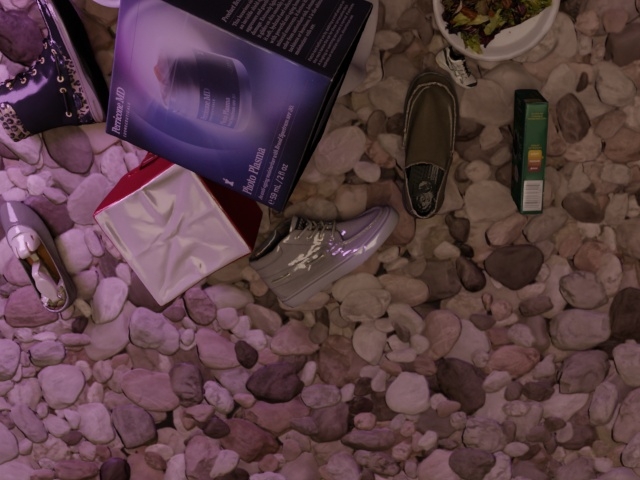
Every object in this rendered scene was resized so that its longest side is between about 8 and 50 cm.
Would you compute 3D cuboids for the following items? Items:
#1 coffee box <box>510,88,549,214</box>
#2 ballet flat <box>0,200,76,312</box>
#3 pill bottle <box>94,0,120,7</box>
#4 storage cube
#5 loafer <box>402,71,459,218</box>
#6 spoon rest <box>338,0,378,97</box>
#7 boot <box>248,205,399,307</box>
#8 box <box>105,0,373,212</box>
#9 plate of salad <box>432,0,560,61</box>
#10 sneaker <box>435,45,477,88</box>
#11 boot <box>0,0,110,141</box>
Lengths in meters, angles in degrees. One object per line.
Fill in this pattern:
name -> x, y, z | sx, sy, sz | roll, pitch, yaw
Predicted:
coffee box -> 0.336, -0.143, 1.530 | 0.040, 0.113, 0.184 | -1, 108, 3
ballet flat -> -0.489, 0.030, 1.641 | 0.072, 0.068, 0.213 | -23, 107, 10
pill bottle -> -0.268, -0.424, 1.352 | 0.108, 0.193, 0.108 | 10, 136, 10
storage cube -> -0.225, -0.043, 1.541 | 0.184, 0.193, 0.215 | -30, 107, 12
loafer -> 0.180, -0.146, 1.546 | 0.094, 0.087, 0.251 | 0, 110, 2
spoon rest -> 0.022, -0.275, 1.437 | 0.137, 0.276, 0.084 | -7, 69, -20
boot -> 0.000, 0.000, 1.599 | 0.258, 0.095, 0.123 | -39, 111, 15
box -> -0.125, -0.235, 1.330 | 0.294, 0.182, 0.296 | 25, 142, 1
plate of salad -> 0.276, -0.377, 1.482 | 0.200, 0.048, 0.199 | 0, 110, 1
sneaker -> 0.223, -0.277, 1.522 | 0.083, 0.032, 0.037 | 37, 134, -12
boot -> -0.453, -0.277, 1.517 | 0.179, 0.085, 0.236 | -15, 115, 9
